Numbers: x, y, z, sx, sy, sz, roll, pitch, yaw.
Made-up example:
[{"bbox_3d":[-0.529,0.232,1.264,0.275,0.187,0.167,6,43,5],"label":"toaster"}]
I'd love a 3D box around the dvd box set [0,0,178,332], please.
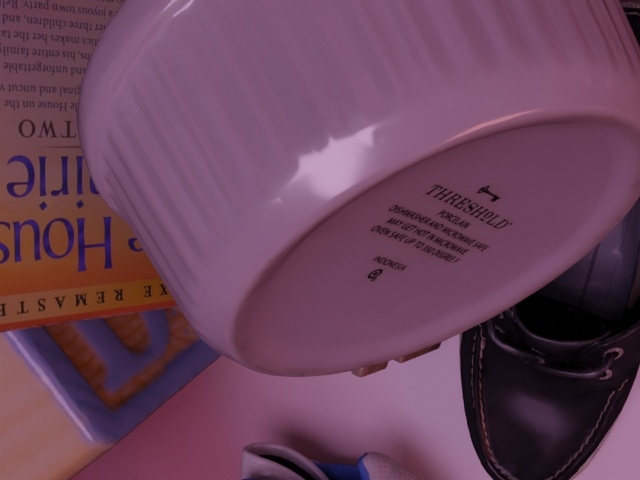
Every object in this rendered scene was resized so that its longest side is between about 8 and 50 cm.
[{"bbox_3d":[-0.166,-0.163,0.519,0.062,0.308,0.420,6,98,42],"label":"dvd box set"}]

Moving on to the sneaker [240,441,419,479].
[{"bbox_3d":[-0.036,0.272,0.791,0.323,0.130,0.236,-22,86,29],"label":"sneaker"}]

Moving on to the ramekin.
[{"bbox_3d":[0.032,-0.040,0.495,0.273,0.273,0.127,-38,61,25],"label":"ramekin"}]

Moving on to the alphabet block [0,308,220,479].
[{"bbox_3d":[-0.223,0.087,0.761,0.197,0.193,0.192,-37,88,25],"label":"alphabet block"}]

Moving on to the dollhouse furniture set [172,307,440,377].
[{"bbox_3d":[0.000,0.000,0.694,0.151,0.144,0.123,24,108,29],"label":"dollhouse furniture set"}]

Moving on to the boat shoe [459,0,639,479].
[{"bbox_3d":[0.153,0.026,0.643,0.127,0.113,0.340,21,111,14],"label":"boat shoe"}]
